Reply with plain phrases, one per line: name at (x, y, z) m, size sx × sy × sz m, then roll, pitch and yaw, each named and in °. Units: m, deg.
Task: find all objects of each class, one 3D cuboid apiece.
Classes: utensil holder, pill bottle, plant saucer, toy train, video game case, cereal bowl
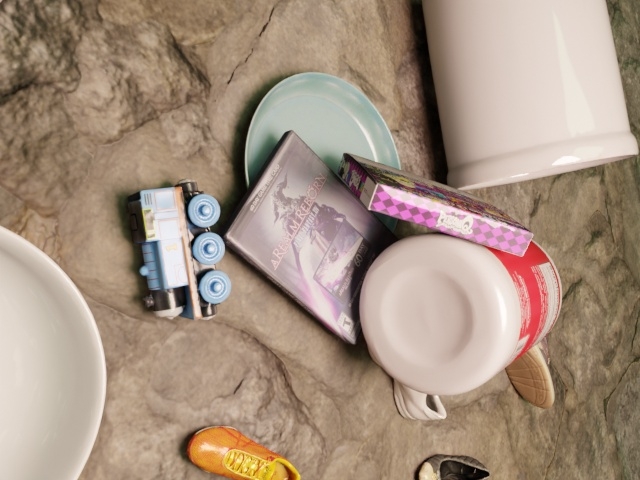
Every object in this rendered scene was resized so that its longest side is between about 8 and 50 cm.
utensil holder at (0.363, -0.307, 1.033) m, size 0.327 × 0.327 × 0.386 m, roll -10°, pitch 89°, yaw -39°
pill bottle at (0.258, 0.093, 0.930) m, size 0.407 × 0.228 × 0.229 m, roll -5°, pitch 88°, yaw -55°
plant saucer at (0.007, -0.103, 0.898) m, size 0.317 × 0.043 × 0.318 m, roll 5°, pitch 83°, yaw -38°
toy train at (-0.180, 0.015, 0.716) m, size 0.105 × 0.080 × 0.184 m, roll -10°, pitch 94°, yaw -30°
video game case at (0.154, -0.058, 0.815) m, size 0.231 × 0.210 × 0.042 m, roll 16°, pitch 106°, yaw -15°
cereal bowl at (-0.381, 0.137, 0.498) m, size 0.338 × 0.141 × 0.339 m, roll 5°, pitch 82°, yaw -38°
video game case at (0.000, 0.000, 0.839) m, size 0.274 × 0.026 × 0.196 m, roll 43°, pitch 61°, yaw -29°

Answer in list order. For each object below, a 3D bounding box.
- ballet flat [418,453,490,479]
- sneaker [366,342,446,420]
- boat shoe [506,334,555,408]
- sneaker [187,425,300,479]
ballet flat at (0.244, 0.421, 1.031) m, size 0.173 × 0.049 × 0.058 m, roll 10°, pitch 79°, yaw -38°
sneaker at (0.153, 0.211, 0.951) m, size 0.080 × 0.094 × 0.212 m, roll -37°, pitch 108°, yaw -34°
boat shoe at (0.428, 0.210, 1.170) m, size 0.092 × 0.102 × 0.285 m, roll -31°, pitch 99°, yaw -32°
sneaker at (-0.097, 0.294, 0.759) m, size 0.175 × 0.067 × 0.064 m, roll 30°, pitch 69°, yaw -31°
